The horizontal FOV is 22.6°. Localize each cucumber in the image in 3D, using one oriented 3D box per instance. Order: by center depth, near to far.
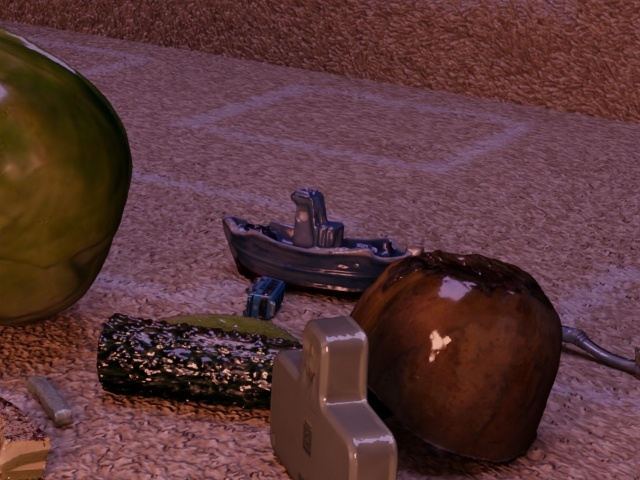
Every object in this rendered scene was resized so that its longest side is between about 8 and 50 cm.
[{"bbox_3d":[-0.073,0.154,1.834,0.359,0.096,0.096,8,17,7],"label":"cucumber"}]

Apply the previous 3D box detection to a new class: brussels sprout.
[{"bbox_3d":[-0.413,-0.092,1.951,0.361,0.425,0.342,-9,51,20],"label":"brussels sprout"}]

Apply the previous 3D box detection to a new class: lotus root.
[{"bbox_3d":[0.161,0.105,1.789,0.272,0.192,0.272,17,24,-8],"label":"lotus root"}]

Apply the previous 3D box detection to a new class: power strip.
[{"bbox_3d":[0.014,0.174,1.609,0.059,0.194,0.265,-3,19,-18],"label":"power strip"}]

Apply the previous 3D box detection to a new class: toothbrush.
[{"bbox_3d":[0.303,0.121,2.152,0.413,0.042,0.035,16,20,39],"label":"toothbrush"}]

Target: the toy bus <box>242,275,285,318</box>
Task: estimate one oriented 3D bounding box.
[{"bbox_3d":[-0.076,0.079,2.180,0.046,0.038,0.083,11,18,9],"label":"toy bus"}]

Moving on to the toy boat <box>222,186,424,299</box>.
[{"bbox_3d":[0.000,0.000,2.290,0.309,0.142,0.129,10,15,19],"label":"toy boat"}]

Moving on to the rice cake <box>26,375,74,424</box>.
[{"bbox_3d":[-0.305,0.180,1.803,0.022,0.022,0.121,-8,18,-24],"label":"rice cake"}]

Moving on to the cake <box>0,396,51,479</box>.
[{"bbox_3d":[-0.317,0.203,1.668,0.055,0.051,0.140,5,15,-19],"label":"cake"}]

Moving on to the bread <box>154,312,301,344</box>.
[{"bbox_3d":[-0.127,0.132,1.996,0.228,0.034,0.228,3,15,-1],"label":"bread"}]
